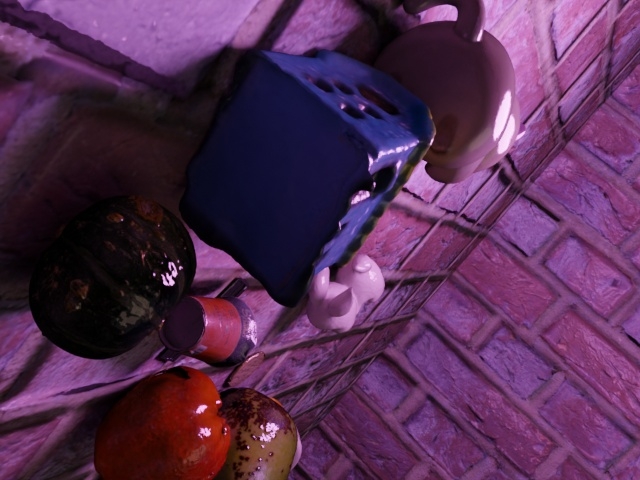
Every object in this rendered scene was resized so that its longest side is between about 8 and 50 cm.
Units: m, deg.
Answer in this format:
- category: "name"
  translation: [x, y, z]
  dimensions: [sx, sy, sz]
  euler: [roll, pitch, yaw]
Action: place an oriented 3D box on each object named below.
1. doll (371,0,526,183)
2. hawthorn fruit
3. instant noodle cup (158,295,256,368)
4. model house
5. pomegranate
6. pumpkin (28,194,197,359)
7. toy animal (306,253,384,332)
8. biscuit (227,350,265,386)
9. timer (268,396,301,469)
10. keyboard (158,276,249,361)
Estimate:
- category: "doll"
  translation: [0.203, -0.208, 1.062]
  dimensions: [0.226, 0.214, 0.370]
  euler: [-63, 160, -2]
- category: "hawthorn fruit"
  translation: [-0.296, 0.356, 1.172]
  dimensions: [0.299, 0.211, 0.211]
  euler: [-31, 159, -13]
- category: "instant noodle cup"
  translation: [-0.187, 0.142, 1.092]
  dimensions: [0.127, 0.127, 0.135]
  euler: [-49, 155, 6]
- category: "model house"
  translation: [0.004, -0.094, 0.870]
  dimensions: [0.303, 0.215, 0.237]
  euler: [-28, 155, -57]
- category: "pomegranate"
  translation: [-0.221, 0.458, 1.533]
  dimensions: [0.285, 0.285, 0.340]
  euler: [-49, 132, 7]
- category: "pumpkin"
  translation: [-0.217, 0.037, 0.718]
  dimensions: [0.190, 0.146, 0.190]
  euler: [-39, -157, 19]
- category: "toy animal"
  translation: [0.056, 0.115, 1.566]
  dimensions: [0.193, 0.127, 0.179]
  euler: [-31, 155, -37]
- category: "biscuit"
  translation: [-0.178, 0.309, 1.632]
  dimensions: [0.120, 0.015, 0.120]
  euler: [-41, 162, -16]
- category: "timer"
  translation: [-0.168, 0.599, 1.924]
  dimensions: [0.233, 0.240, 0.234]
  euler: [-7, 124, -10]
- category: "keyboard"
  translation: [-0.205, 0.141, 1.210]
  dimensions: [0.198, 0.010, 0.064]
  euler: [-45, 161, -5]
